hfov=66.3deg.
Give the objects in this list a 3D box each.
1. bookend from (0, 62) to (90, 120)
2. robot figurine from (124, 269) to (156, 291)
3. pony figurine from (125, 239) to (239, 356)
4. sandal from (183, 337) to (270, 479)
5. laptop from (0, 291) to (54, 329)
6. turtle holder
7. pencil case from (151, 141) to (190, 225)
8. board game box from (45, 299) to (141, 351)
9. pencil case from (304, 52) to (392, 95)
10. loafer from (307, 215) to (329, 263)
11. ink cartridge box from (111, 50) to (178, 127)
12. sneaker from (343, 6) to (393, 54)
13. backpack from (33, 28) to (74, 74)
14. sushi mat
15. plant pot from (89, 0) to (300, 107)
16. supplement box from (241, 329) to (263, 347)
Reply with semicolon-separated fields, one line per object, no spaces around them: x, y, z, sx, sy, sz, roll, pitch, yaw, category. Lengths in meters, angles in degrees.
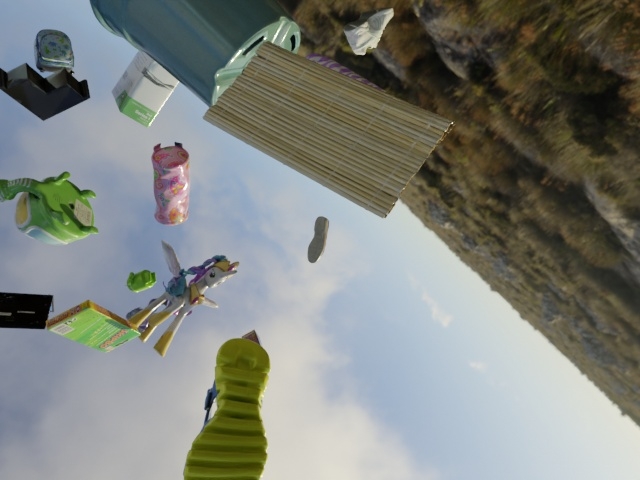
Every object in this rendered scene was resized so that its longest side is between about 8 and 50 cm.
-0.746;-0.424;1.328;0.157;0.156;0.072;52;-165;-66;bookend
-0.641;0.145;1.750;0.101;0.115;0.067;18;-125;-62;robot figurine
-0.457;0.180;1.609;0.351;0.363;0.303;6;135;54;pony figurine
-0.155;0.329;0.832;0.126;0.138;0.317;19;-142;-8;sandal
-0.932;0.227;1.456;0.234;0.137;0.264;6;-155;-24;laptop
-0.980;-0.099;1.757;0.320;0.227;0.244;-4;-104;-78;turtle holder
-0.493;-0.180;1.614;0.124;0.284;0.124;7;-133;-8;pencil case
-0.619;0.245;1.363;0.039;0.124;0.259;62;178;31;board game box
0.040;-0.273;0.915;0.206;0.088;0.086;39;147;29;pencil case
0.000;0.000;1.286;0.045;0.125;0.039;13;-179;30;loafer
-0.461;-0.443;1.332;0.092;0.219;0.160;29;-164;-42;ink cartridge box
0.100;-0.423;0.985;0.053;0.152;0.061;13;136;39;sneaker
-0.781;-0.560;1.440;0.105;0.084;0.114;-6;-96;-37;backpack
-0.003;-0.158;0.639;0.316;0.151;0.019;32;172;25;sushi mat
-0.244;-0.470;1.053;0.334;0.341;0.341;47;-169;6;plant pot
-0.236;0.362;1.714;0.083;0.055;0.043;58;174;51;supplement box
